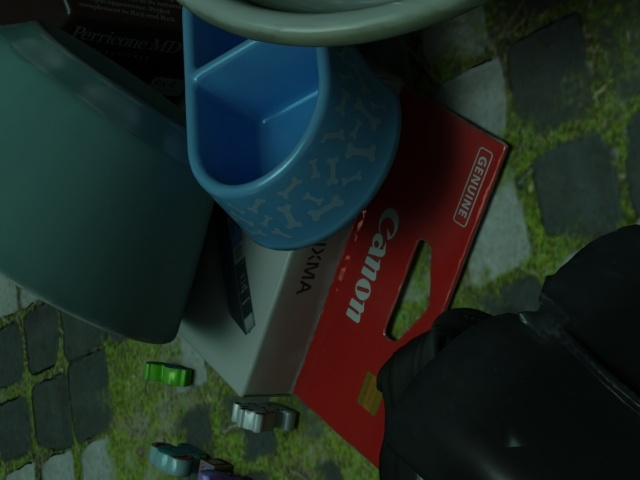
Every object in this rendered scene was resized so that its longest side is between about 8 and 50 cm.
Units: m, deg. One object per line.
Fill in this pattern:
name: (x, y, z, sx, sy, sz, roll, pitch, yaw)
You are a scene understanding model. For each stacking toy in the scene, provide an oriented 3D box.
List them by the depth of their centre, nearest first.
stacking toy: (-0.111, 0.212, 1.309, 0.221, 0.052, 0.167, 15, 99, 49)

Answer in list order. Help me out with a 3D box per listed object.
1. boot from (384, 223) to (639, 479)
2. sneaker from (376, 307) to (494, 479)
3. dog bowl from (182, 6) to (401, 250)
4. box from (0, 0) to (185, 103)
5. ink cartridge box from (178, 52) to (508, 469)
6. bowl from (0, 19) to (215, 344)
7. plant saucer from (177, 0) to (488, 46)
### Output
boot: (0.169, 0.224, 0.742, 0.445, 0.367, 0.146, 51, 157, 34)
sneaker: (0.102, 0.199, 1.040, 0.130, 0.109, 0.286, -31, 58, 55)
dog bowl: (-0.033, -0.138, 1.115, 0.166, 0.074, 0.297, -26, 53, 30)
box: (-0.237, -0.194, 1.390, 0.203, 0.168, 0.167, -50, 52, 36)
ink cartridge box: (0.000, 0.000, 1.183, 0.261, 0.066, 0.296, 38, 116, 45)
bowl: (-0.208, -0.069, 1.197, 0.163, 0.311, 0.311, -56, 47, 6)
plant saucer: (0.059, -0.285, 1.029, 0.400, 0.100, 0.400, -11, 58, 18)
